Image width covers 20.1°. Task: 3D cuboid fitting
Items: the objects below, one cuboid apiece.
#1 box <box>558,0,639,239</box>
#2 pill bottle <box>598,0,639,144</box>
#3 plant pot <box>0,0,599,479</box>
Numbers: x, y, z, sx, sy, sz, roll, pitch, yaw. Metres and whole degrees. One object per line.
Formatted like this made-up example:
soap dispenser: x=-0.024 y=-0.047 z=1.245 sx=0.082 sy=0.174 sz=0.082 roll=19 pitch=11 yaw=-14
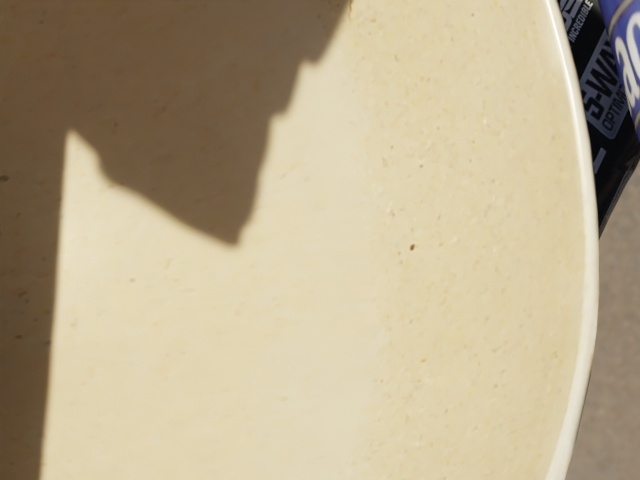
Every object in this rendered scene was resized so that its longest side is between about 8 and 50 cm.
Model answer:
box: x=0.000 y=0.000 z=0.673 sx=0.076 sy=0.307 sz=0.242 roll=36 pitch=161 yaw=-25
pill bottle: x=0.132 y=-0.080 z=0.391 sx=0.153 sy=0.153 sz=0.264 roll=137 pitch=121 yaw=-66
plant pot: x=-0.105 y=-0.018 z=0.391 sx=0.191 sy=0.284 sz=0.284 roll=-23 pitch=100 yaw=44
